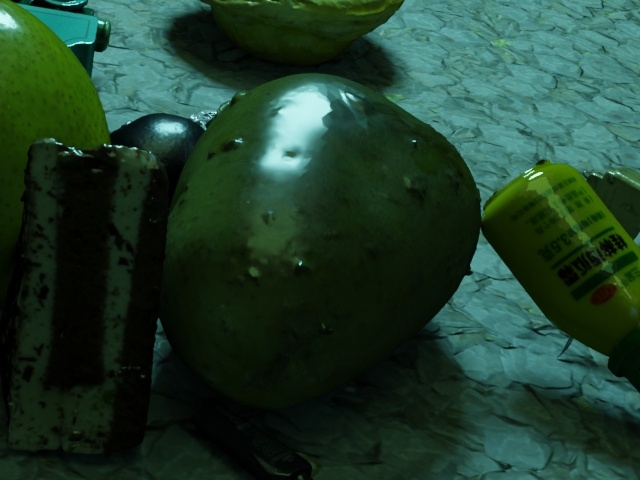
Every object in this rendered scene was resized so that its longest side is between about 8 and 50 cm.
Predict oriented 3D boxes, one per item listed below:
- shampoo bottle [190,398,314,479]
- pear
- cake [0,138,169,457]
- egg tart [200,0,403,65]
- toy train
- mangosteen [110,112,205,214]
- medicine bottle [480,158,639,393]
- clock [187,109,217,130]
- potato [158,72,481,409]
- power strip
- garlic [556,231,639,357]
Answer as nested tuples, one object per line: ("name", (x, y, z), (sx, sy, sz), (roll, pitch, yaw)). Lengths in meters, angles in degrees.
("shampoo bottle", (-0.043, 0.169, 1.079), (0.137, 0.027, 0.048), (31, 25, 29))
("pear", (-0.314, -0.070, 1.143), (0.294, 0.294, 0.294), (10, 30, -6))
("cake", (-0.171, 0.055, 1.025), (0.112, 0.246, 0.135), (3, 50, -18))
("egg tart", (-0.042, -0.316, 1.822), (0.319, 0.128, 0.319), (9, 28, -5))
("toy train", (-0.340, -0.230, 1.580), (0.198, 0.107, 0.154), (8, 37, -9))
("mangosteen", (-0.147, -0.048, 1.333), (0.151, 0.137, 0.137), (53, 37, 1))
("medicine bottle", (0.266, 0.067, 1.237), (0.111, 0.076, 0.309), (-32, 74, -14))
("clock", (-0.139, -0.105, 1.503), (0.087, 0.041, 0.129), (17, 34, 1))
("potato", (-0.018, -0.007, 1.200), (0.269, 0.219, 0.359), (34, 36, 13))
("power strip", (0.407, -0.001, 1.512), (0.044, 0.064, 0.305), (-15, 40, -44))
("garlic", (0.440, 0.067, 1.320), (0.340, 0.246, 0.231), (20, -1, 26))
